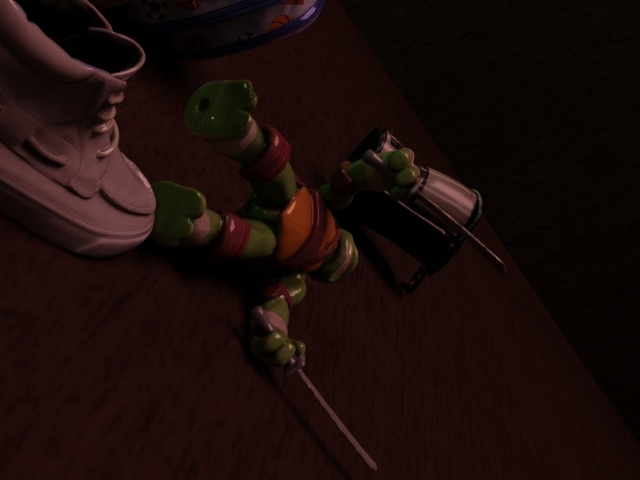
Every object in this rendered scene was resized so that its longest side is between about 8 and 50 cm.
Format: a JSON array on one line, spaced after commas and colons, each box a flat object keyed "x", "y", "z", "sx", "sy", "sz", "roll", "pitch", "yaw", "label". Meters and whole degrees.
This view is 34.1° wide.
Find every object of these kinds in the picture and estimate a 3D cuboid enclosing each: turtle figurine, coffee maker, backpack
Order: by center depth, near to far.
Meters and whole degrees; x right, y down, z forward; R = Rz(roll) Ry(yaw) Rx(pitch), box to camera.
[{"x": 0.000, "y": 0.000, "z": 0.851, "sx": 0.266, "sy": 0.198, "sz": 0.274, "roll": 33, "pitch": 24, "yaw": -50, "label": "turtle figurine"}, {"x": -0.110, "y": -0.304, "z": 1.067, "sx": 0.263, "sy": 0.277, "sz": 0.213, "roll": -86, "pitch": 154, "yaw": -62, "label": "backpack"}, {"x": 0.101, "y": -0.038, "z": 1.401, "sx": 0.178, "sy": 0.171, "sz": 0.120, "roll": 31, "pitch": -1, "yaw": -14, "label": "coffee maker"}]

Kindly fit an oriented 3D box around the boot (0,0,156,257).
[{"x": -0.150, "y": -0.072, "z": 0.646, "sx": 0.258, "sy": 0.123, "sz": 0.095, "roll": 30, "pitch": 31, "yaw": -61, "label": "boot"}]

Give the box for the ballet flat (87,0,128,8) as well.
[{"x": -0.274, "y": -0.291, "z": 0.803, "sx": 0.316, "sy": 0.107, "sz": 0.106, "roll": 47, "pitch": 37, "yaw": -17, "label": "ballet flat"}]
